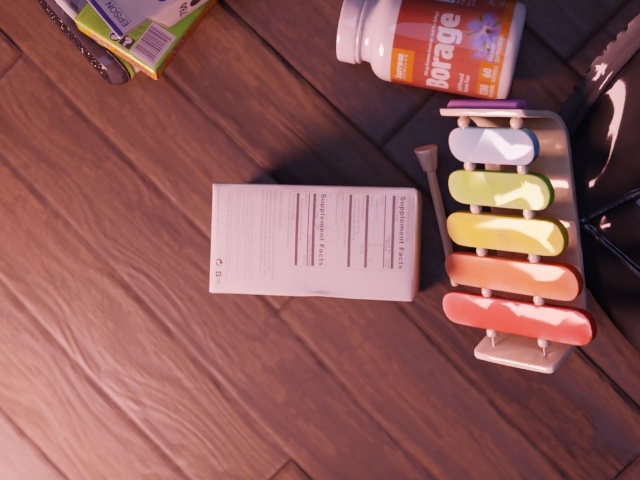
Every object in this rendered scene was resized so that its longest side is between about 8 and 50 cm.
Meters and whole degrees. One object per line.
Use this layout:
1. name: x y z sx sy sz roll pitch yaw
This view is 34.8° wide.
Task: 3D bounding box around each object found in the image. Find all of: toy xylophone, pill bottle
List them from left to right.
1. pill bottle: 0.134 -0.245 1.240 0.216 0.121 0.121 11 92 10
2. toy xylophone: 0.200 -0.010 1.168 0.236 0.081 0.323 -4 106 49

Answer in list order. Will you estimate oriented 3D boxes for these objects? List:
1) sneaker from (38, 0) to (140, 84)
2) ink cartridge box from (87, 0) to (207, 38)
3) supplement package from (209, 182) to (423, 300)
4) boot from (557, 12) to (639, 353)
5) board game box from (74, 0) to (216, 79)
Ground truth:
1. sneaker: -0.300 -0.307 1.345 0.097 0.084 0.235 -40 87 -12
2. ink cartridge box: -0.163 -0.389 1.267 0.332 0.065 0.165 -37 82 -13
3. supplement package: 0.000 0.000 1.252 0.244 0.139 0.134 2 91 8
4. boot: 0.440 -0.003 1.085 0.445 0.146 0.367 50 138 18
5. board game box: -0.185 -0.341 1.303 0.124 0.039 0.259 34 79 4
